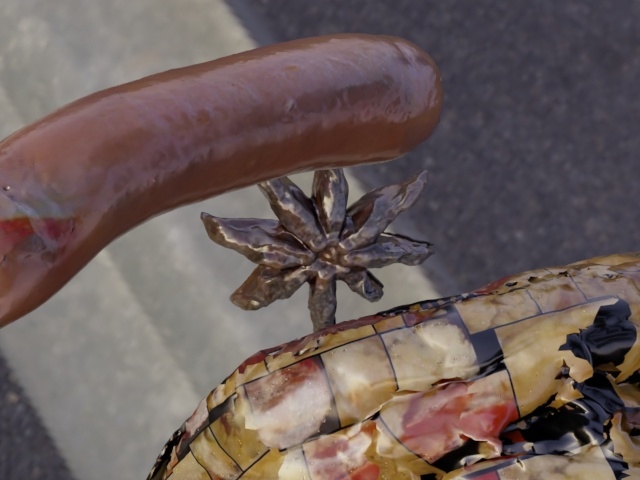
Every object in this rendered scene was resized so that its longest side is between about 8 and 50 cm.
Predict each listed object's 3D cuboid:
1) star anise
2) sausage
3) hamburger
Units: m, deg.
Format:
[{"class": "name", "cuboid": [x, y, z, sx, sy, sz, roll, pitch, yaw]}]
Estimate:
[{"class": "star anise", "cuboid": [-0.001, 0.000, 1.029, 0.141, 0.141, 0.042, 22, 22, -16]}, {"class": "sausage", "cuboid": [-0.032, -0.022, 0.470, 0.176, 0.040, 0.047, -23, 109, -44]}, {"class": "hamburger", "cuboid": [0.052, 0.098, 0.541, 0.231, 0.231, 0.107, -1, 53, -37]}]
